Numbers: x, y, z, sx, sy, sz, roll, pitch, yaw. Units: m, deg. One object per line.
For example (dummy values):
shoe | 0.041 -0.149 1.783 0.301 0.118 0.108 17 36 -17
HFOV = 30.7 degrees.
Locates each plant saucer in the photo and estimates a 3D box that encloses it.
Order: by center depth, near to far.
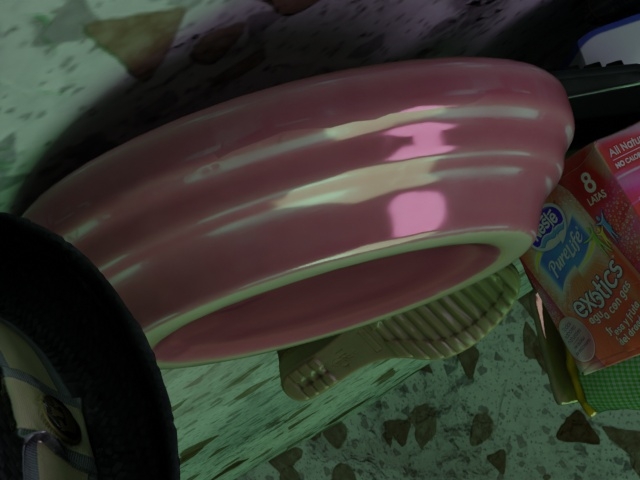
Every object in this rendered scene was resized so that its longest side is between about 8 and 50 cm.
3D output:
plant saucer | -0.007 0.001 0.680 0.332 0.084 0.332 -15 168 -3

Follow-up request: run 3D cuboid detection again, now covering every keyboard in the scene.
keyboard | 0.135 -0.085 0.853 0.201 0.033 0.317 -10 176 10

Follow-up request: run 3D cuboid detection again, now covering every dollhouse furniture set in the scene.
dollhouse furniture set | 0.257 0.051 1.114 0.197 0.301 0.151 -6 -167 46

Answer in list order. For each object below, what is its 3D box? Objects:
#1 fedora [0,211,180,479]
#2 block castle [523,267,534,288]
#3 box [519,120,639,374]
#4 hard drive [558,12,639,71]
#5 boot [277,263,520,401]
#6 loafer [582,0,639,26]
fedora | -0.205 0.104 0.383 0.334 0.334 0.152 -34 138 8
block castle | 0.434 -0.102 1.296 0.453 0.213 0.303 -39 167 24
box | 0.307 -0.036 0.902 0.300 0.154 0.142 -23 172 -29
hard drive | 0.290 -0.148 0.938 0.210 0.040 0.319 -18 177 4
boot | 0.069 0.038 1.082 0.248 0.090 0.207 -27 -159 21
loafer | 0.264 -0.197 0.862 0.170 0.062 0.061 -15 170 -28
